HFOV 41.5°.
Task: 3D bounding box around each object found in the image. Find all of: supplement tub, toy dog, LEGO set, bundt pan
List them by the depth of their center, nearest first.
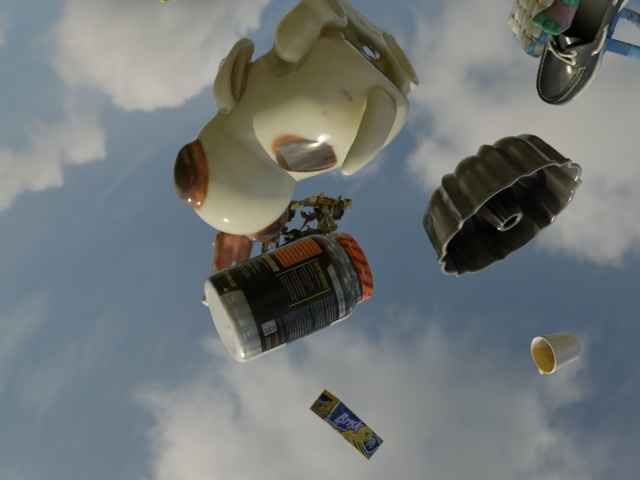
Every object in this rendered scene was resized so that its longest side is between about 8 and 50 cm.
[{"bbox_3d":[-0.048,-0.173,1.387,0.408,0.284,0.395,-39,-128,23],"label":"toy dog"},{"bbox_3d":[0.338,-0.079,1.649,0.330,0.331,0.124,-32,-117,-3],"label":"bundt pan"},{"bbox_3d":[-0.067,0.115,1.862,0.338,0.207,0.207,-21,-145,-18],"label":"supplement tub"},{"bbox_3d":[0.000,0.000,2.190,0.192,0.331,0.255,15,-86,35],"label":"LEGO set"}]

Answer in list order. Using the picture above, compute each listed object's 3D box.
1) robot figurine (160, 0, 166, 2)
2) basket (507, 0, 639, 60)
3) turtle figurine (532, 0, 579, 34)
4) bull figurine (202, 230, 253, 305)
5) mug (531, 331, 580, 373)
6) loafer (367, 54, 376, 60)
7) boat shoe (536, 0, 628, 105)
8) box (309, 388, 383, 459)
[{"bbox_3d":[-0.273,-0.479,1.479,0.101,0.115,0.067,-19,-139,-31],"label":"robot figurine"},{"bbox_3d":[0.531,-0.423,1.644,0.288,0.201,0.255,13,-149,-13],"label":"basket"},{"bbox_3d":[0.299,-0.364,0.963,0.118,0.234,0.175,1,-128,-18],"label":"turtle figurine"},{"bbox_3d":[-0.235,0.024,2.183,0.101,0.310,0.188,12,-153,-18],"label":"bull figurine"},{"bbox_3d":[0.386,0.181,1.385,0.064,0.062,0.078,-14,169,-22],"label":"mug"},{"bbox_3d":[0.070,-0.344,1.741,0.251,0.094,0.087,-142,-112,-70],"label":"loafer"},{"bbox_3d":[0.421,-0.349,1.388,0.114,0.303,0.091,38,-137,27],"label":"boat shoe"},{"bbox_3d":[0.054,0.379,1.734,0.054,0.169,0.059,-50,-148,-11],"label":"box"}]
